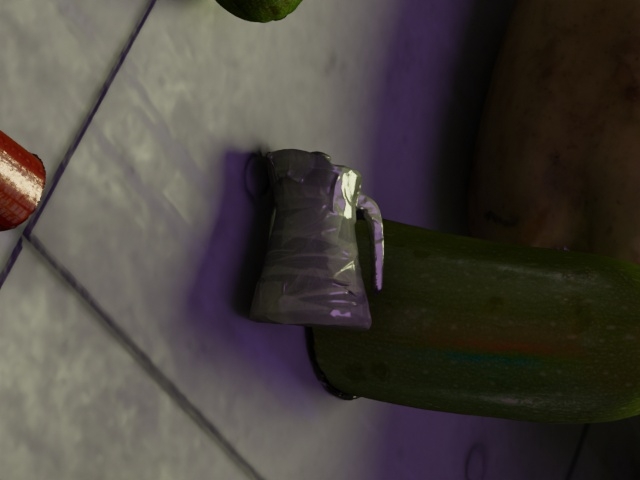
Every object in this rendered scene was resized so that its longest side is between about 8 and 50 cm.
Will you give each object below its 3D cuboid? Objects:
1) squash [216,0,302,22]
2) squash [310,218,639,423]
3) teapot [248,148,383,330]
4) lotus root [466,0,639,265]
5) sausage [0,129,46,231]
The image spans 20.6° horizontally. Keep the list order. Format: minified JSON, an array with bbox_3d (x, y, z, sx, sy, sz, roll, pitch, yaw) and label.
[{"bbox_3d":[-0.053,-0.196,0.705,0.066,0.066,0.252,-53,134,-38],"label":"squash"},{"bbox_3d":[0.093,0.045,0.844,0.095,0.188,0.095,-16,110,-55],"label":"squash"},{"bbox_3d":[0.000,0.000,0.817,0.067,0.057,0.083,4,83,-29],"label":"teapot"},{"bbox_3d":[0.173,-0.076,0.967,0.146,0.160,0.284,99,9,-74],"label":"lotus root"},{"bbox_3d":[-0.147,-0.046,0.615,0.129,0.034,0.034,41,61,-49],"label":"sausage"}]
